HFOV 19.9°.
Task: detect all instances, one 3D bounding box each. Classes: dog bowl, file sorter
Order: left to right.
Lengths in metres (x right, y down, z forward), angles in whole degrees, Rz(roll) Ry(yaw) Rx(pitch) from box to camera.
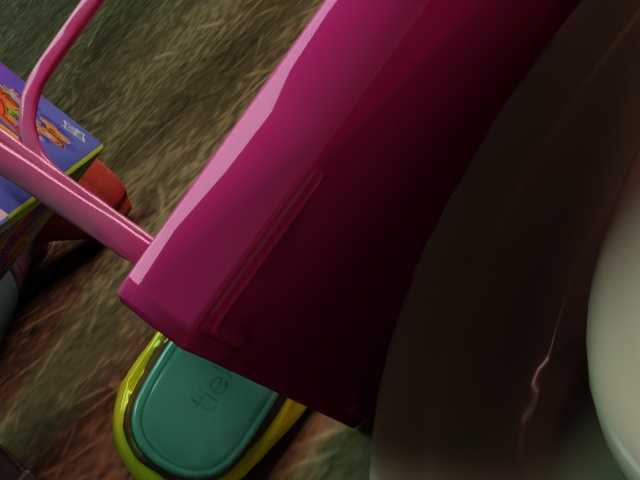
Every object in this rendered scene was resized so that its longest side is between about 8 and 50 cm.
[{"bbox_3d":[-0.020,-0.087,0.526,0.202,0.182,0.291,-55,-12,-3],"label":"file sorter"},{"bbox_3d":[0.169,-0.020,0.343,0.349,0.102,0.349,-40,22,19],"label":"dog bowl"}]

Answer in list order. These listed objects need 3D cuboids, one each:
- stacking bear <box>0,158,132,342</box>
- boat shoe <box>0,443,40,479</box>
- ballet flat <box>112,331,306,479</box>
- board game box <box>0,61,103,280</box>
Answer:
[{"bbox_3d":[-0.259,0.060,0.998,0.175,0.164,0.289,-18,40,54],"label":"stacking bear"},{"bbox_3d":[-0.202,0.188,0.697,0.108,0.102,0.301,-47,6,46],"label":"boat shoe"},{"bbox_3d":[0.000,0.000,0.702,0.231,0.077,0.077,-53,-3,-10],"label":"ballet flat"},{"bbox_3d":[-0.242,0.084,0.757,0.347,0.078,0.233,-51,4,10],"label":"board game box"}]
